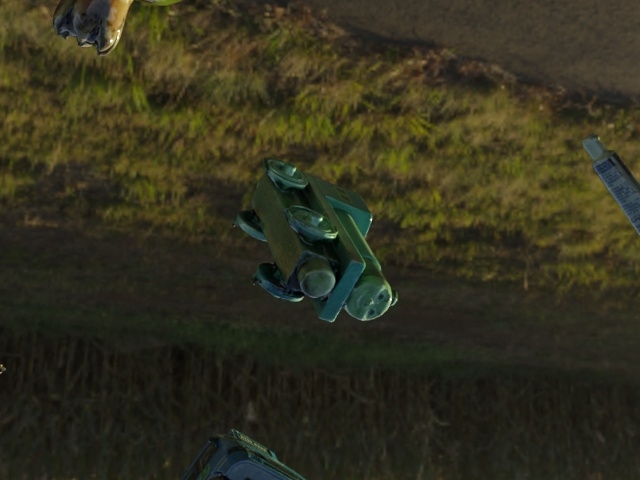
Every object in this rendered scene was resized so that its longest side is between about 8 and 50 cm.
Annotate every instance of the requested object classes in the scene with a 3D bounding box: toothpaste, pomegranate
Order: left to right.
[{"bbox_3d":[-0.199,-0.313,0.864,0.202,0.248,0.202,21,180,0],"label":"pomegranate"},{"bbox_3d":[0.432,-0.056,1.147,0.037,0.216,0.062,-33,176,-28],"label":"toothpaste"}]

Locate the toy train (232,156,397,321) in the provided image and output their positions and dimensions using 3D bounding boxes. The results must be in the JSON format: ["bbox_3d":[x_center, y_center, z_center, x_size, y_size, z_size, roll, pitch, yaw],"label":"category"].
[{"bbox_3d":[0.000,0.000,1.118,0.194,0.120,0.298,21,-159,-24],"label":"toy train"}]

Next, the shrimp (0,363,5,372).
[{"bbox_3d":[-0.352,0.130,0.636,0.150,0.051,0.217,-36,164,24],"label":"shrimp"}]

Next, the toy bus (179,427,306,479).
[{"bbox_3d":[-0.116,0.309,0.810,0.113,0.246,0.134,35,-179,-19],"label":"toy bus"}]
